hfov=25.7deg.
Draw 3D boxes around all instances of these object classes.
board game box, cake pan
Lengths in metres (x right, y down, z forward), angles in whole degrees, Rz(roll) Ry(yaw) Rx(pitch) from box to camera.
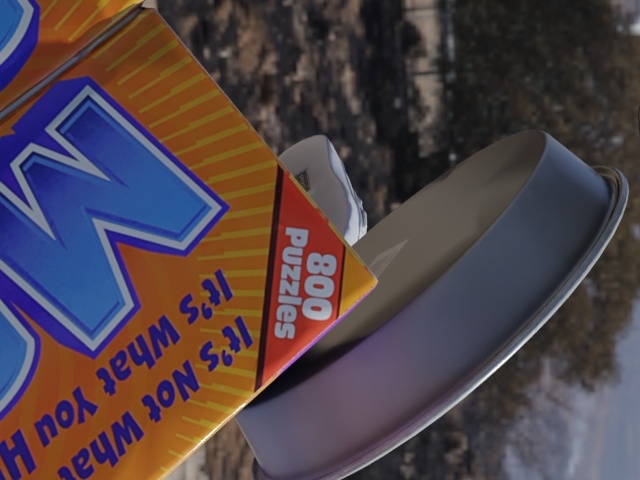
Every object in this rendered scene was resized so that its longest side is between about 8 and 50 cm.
[{"bbox_3d":[-0.254,0.017,0.788,0.356,0.356,0.356,50,-16,-4],"label":"board game box"},{"bbox_3d":[0.054,0.035,0.855,0.054,0.293,0.293,49,27,-9],"label":"cake pan"}]

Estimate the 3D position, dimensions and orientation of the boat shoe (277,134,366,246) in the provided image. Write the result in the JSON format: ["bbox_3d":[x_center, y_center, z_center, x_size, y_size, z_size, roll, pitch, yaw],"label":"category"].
[{"bbox_3d":[0.000,0.000,1.220,0.088,0.096,0.267,55,10,-24],"label":"boat shoe"}]

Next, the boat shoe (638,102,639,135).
[{"bbox_3d":[0.347,-0.012,1.043,0.355,0.132,0.130,62,6,36],"label":"boat shoe"}]
